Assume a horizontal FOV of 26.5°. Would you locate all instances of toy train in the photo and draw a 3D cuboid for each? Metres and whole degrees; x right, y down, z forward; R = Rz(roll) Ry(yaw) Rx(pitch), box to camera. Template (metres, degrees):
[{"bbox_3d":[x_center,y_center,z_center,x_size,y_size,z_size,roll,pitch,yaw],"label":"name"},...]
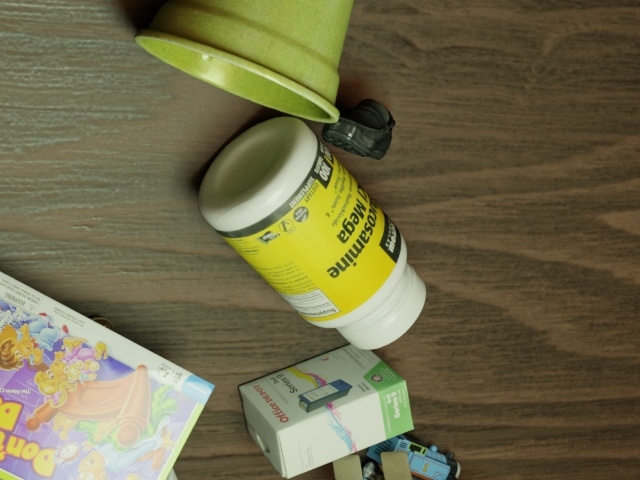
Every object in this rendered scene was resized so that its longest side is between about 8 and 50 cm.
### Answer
[{"bbox_3d":[0.151,0.372,2.177,0.184,0.080,0.105,26,91,-31],"label":"toy train"}]

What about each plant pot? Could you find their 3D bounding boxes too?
[{"bbox_3d":[-0.059,-0.316,1.713,0.276,0.276,0.254,23,87,-31],"label":"plant pot"}]

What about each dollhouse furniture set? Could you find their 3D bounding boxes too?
[{"bbox_3d":[0.127,0.460,2.088,0.259,0.135,0.262,-3,131,-7],"label":"dollhouse furniture set"}]

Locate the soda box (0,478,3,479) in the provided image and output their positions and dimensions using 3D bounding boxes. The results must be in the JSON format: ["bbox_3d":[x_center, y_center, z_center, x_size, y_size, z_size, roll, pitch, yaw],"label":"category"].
[{"bbox_3d":[-0.448,0.300,1.844,0.263,0.092,0.083,-17,115,-19],"label":"soda box"}]

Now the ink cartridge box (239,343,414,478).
[{"bbox_3d":[0.007,0.248,2.010,0.212,0.154,0.093,-20,117,-18],"label":"ink cartridge box"}]

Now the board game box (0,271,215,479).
[{"bbox_3d":[-0.347,0.212,1.780,0.347,0.078,0.233,30,80,-15],"label":"board game box"}]

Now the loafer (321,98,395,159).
[{"bbox_3d":[0.055,-0.158,1.862,0.076,0.223,0.078,22,96,13],"label":"loafer"}]

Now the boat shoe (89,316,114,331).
[{"bbox_3d":[-0.351,0.177,1.862,0.178,0.060,0.064,-39,121,-8],"label":"boat shoe"}]

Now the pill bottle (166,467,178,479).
[{"bbox_3d":[-0.239,0.457,1.969,0.162,0.162,0.278,-24,119,-16],"label":"pill bottle"}]

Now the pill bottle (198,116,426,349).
[{"bbox_3d":[0.000,0.000,1.889,0.188,0.188,0.334,-46,122,-3],"label":"pill bottle"}]
